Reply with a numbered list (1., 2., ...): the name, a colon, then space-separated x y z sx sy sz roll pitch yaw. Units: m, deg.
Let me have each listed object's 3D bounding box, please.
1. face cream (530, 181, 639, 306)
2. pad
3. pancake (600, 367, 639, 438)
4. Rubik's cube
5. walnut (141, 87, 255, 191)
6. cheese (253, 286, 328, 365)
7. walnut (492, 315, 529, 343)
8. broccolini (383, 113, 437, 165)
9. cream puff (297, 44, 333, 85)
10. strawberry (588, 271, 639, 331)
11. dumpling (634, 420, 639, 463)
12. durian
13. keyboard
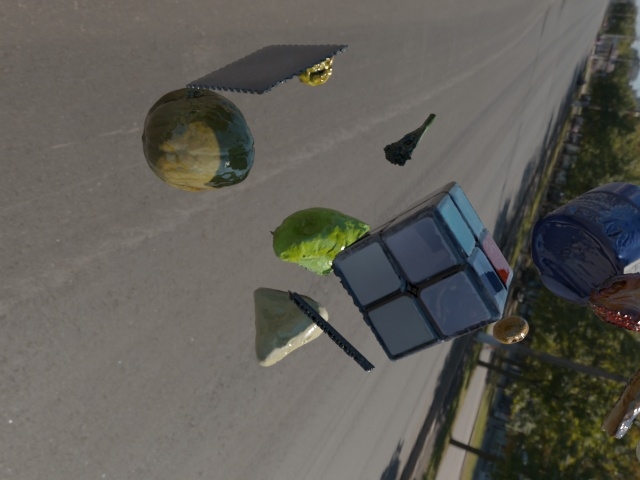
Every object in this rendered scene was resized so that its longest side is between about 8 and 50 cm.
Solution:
1. face cream: 0.668 0.009 1.264 0.225 0.249 0.249 -24 131 -27
2. pad: -0.115 -0.372 1.127 0.269 0.268 0.012 -40 131 -34
3. pancake: 0.696 0.315 1.088 0.244 0.057 0.266 27 109 -38
4. Rubik's cube: 0.270 0.072 1.358 0.316 0.313 0.318 58 29 -2
5. walnut: -0.302 -0.248 1.317 0.227 0.282 0.283 -135 -128 -68
6. cheese: -0.100 0.287 1.713 0.174 0.247 0.252 79 13 -58
7. walnut: 0.617 0.286 1.727 0.052 0.121 0.091 44 26 -41
8. broccolini: 0.260 -0.273 1.450 0.202 0.091 0.068 -37 112 -19
9. cream puff: -0.015 -0.622 1.866 0.116 0.146 0.146 -163 -91 -70
10. strawberry: 0.603 0.130 1.013 0.192 0.140 0.085 -25 140 -35
11. dumpling: 0.826 0.518 1.309 0.100 0.169 0.134 -48 -159 16
12. durian: 0.000 0.000 1.855 0.339 0.204 0.256 23 106 -24
13. keyboard: 0.015 0.156 0.911 0.018 0.195 0.060 -46 -171 -8
